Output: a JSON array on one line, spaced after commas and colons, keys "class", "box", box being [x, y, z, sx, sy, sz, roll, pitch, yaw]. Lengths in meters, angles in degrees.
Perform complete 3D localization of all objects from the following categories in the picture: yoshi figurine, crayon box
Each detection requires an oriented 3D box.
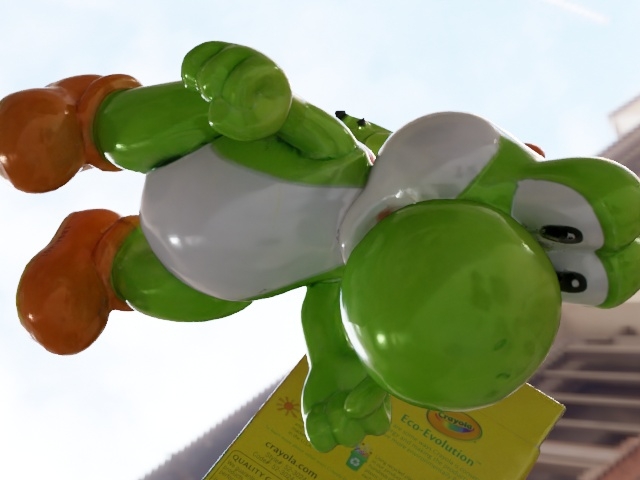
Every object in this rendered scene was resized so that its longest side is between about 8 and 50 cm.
[{"class": "yoshi figurine", "box": [-0.011, 0.004, 0.977, 0.203, 0.362, 0.203, 43, -125, -61]}, {"class": "crayon box", "box": [0.031, 0.200, 1.412, 0.202, 0.081, 0.318, 33, -128, 11]}]

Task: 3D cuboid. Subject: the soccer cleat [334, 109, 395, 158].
[{"class": "soccer cleat", "box": [0.066, -0.045, 1.361, 0.060, 0.179, 0.072, -44, -48, -18]}]
